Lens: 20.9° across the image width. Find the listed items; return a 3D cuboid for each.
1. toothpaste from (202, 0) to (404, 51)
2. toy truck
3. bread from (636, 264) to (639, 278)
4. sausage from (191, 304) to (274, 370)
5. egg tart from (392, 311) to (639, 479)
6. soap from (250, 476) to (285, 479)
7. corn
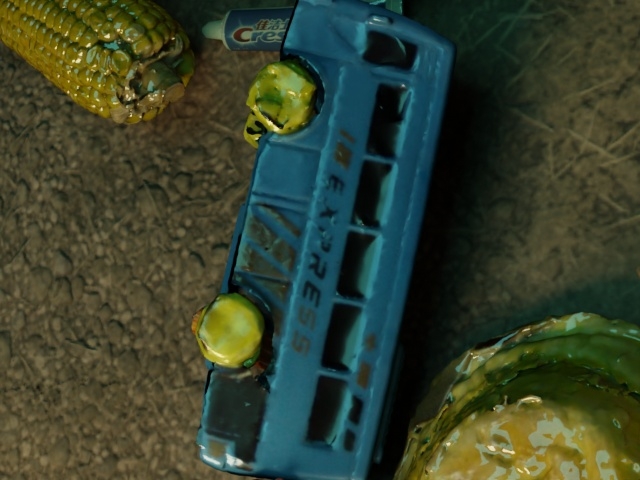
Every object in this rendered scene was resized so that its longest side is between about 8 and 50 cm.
[{"bbox_3d":[-0.017,-0.184,1.506,0.197,0.035,0.057,2,94,28],"label":"toothpaste"},{"bbox_3d":[0.000,0.000,1.367,0.162,0.161,0.385,12,82,0],"label":"toy truck"},{"bbox_3d":[0.390,0.042,1.052,0.324,0.333,0.143,-18,71,20],"label":"bread"},{"bbox_3d":[-0.060,0.086,1.462,0.107,0.031,0.031,23,89,32],"label":"sausage"},{"bbox_3d":[0.169,0.211,1.244,0.341,0.132,0.341,-9,72,27],"label":"egg tart"},{"bbox_3d":[-0.030,0.338,1.296,0.112,0.182,0.289,-14,66,24],"label":"soap"},{"bbox_3d":[-0.231,-0.201,1.580,0.322,0.119,0.119,33,95,32],"label":"corn"}]
